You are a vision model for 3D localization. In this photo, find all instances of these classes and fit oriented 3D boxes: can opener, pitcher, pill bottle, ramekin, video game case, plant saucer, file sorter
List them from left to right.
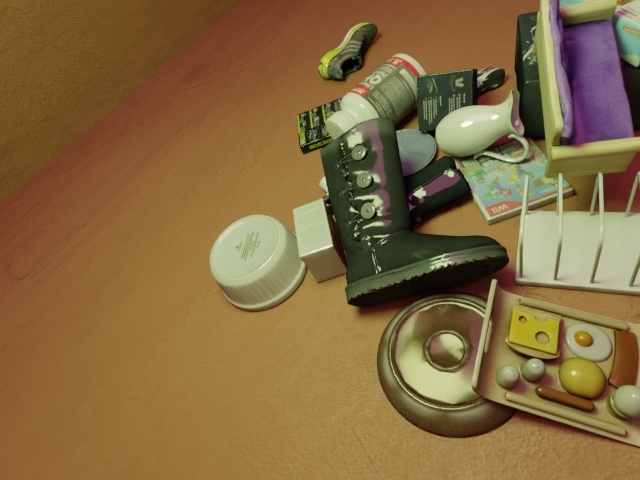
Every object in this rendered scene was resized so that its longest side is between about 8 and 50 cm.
[{"bbox_3d":[-0.181,0.048,1.155,0.273,0.127,0.272,-14,50,17],"label":"ramekin"},{"bbox_3d":[0.051,-0.134,1.230,0.186,0.059,0.073,-34,47,-2],"label":"can opener"},{"bbox_3d":[0.175,-0.424,1.315,0.319,0.176,0.176,-42,48,-9],"label":"pill bottle"},{"bbox_3d":[0.261,0.231,0.852,0.311,0.050,0.310,-14,50,17],"label":"plant saucer"},{"bbox_3d":[0.421,-0.270,1.083,0.207,0.177,0.126,-11,16,43],"label":"pitcher"},{"bbox_3d":[0.476,-0.183,1.084,0.204,0.025,0.285,-21,49,10],"label":"video game case"},{"bbox_3d":[0.544,-0.023,0.828,0.278,0.173,0.192,3,56,28],"label":"file sorter"}]

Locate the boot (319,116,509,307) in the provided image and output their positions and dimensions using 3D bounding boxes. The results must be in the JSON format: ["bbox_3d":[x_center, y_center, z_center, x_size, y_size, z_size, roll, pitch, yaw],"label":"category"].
[{"bbox_3d":[0.196,-0.100,0.997,0.368,0.146,0.444,-17,62,21],"label":"boot"}]

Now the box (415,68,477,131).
[{"bbox_3d":[0.368,-0.406,1.210,0.159,0.155,0.093,3,22,28],"label":"box"}]

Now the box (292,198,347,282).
[{"bbox_3d":[0.000,0.000,1.102,0.091,0.130,0.170,-20,49,10],"label":"box"}]

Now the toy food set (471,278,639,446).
[{"bbox_3d":[0.439,0.199,0.725,0.307,0.092,0.219,14,61,17],"label":"toy food set"}]

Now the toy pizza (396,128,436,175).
[{"bbox_3d":[0.245,-0.258,1.251,0.202,0.032,0.201,-13,50,15],"label":"toy pizza"}]

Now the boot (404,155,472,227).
[{"bbox_3d":[0.256,-0.162,1.125,0.207,0.094,0.246,-33,54,4],"label":"boot"}]

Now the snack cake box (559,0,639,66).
[{"bbox_3d":[0.695,-0.515,0.943,0.152,0.089,0.264,-24,50,4],"label":"snack cake box"}]

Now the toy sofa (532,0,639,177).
[{"bbox_3d":[0.531,-0.322,0.842,0.150,0.177,0.361,-2,70,20],"label":"toy sofa"}]

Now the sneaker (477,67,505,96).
[{"bbox_3d":[0.477,-0.487,1.304,0.179,0.071,0.077,-20,36,0],"label":"sneaker"}]

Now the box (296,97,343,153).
[{"bbox_3d":[0.010,-0.408,1.475,0.184,0.045,0.190,-19,50,15],"label":"box"}]

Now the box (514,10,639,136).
[{"bbox_3d":[0.693,-0.446,1.065,0.344,0.178,0.312,-1,56,20],"label":"box"}]

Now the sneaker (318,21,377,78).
[{"bbox_3d":[0.132,-0.735,1.644,0.121,0.111,0.300,37,81,30],"label":"sneaker"}]

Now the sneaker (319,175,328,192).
[{"bbox_3d":[0.072,-0.197,1.280,0.152,0.053,0.061,-40,57,1],"label":"sneaker"}]
